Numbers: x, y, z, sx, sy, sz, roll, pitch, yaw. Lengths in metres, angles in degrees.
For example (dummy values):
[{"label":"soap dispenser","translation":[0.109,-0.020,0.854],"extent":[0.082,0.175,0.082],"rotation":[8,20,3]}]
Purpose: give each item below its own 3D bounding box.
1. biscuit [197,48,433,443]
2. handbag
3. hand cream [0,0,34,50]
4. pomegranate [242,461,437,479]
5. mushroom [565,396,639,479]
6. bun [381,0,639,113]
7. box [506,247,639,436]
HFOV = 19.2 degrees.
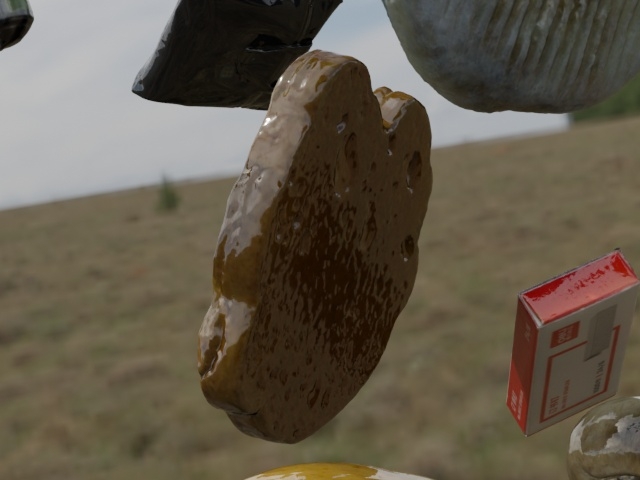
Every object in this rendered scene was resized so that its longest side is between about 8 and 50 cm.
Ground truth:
[{"label":"biscuit","translation":[0.000,0.000,1.790],"extent":[0.074,0.381,0.359],"rotation":[13,28,28]},{"label":"handbag","translation":[-0.111,-0.258,2.490],"extent":[0.211,0.088,0.254],"rotation":[7,-37,-23]},{"label":"hand cream","translation":[-0.305,-0.276,1.664],"extent":[0.055,0.235,0.086],"rotation":[-13,-10,-30]},{"label":"pomegranate","translation":[0.016,0.336,1.108],"extent":[0.410,0.410,0.410],"rotation":[-10,2,0]},{"label":"mushroom","translation":[0.311,0.218,1.777],"extent":[0.166,0.127,0.166],"rotation":[15,-21,6]},{"label":"bun","translation":[0.218,-0.302,2.020],"extent":[0.362,0.362,0.211],"rotation":[-10,22,-22]},{"label":"box","translation":[0.257,0.110,1.946],"extent":[0.123,0.050,0.229],"rotation":[-22,-33,-14]}]
